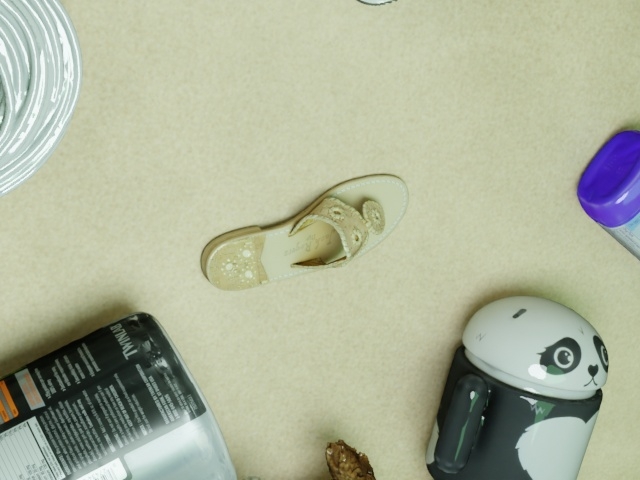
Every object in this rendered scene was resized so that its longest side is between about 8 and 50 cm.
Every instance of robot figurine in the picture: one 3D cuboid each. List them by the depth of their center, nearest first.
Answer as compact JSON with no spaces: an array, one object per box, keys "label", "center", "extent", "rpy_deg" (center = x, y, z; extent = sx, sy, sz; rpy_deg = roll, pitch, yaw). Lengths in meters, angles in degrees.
[{"label":"robot figurine","center":[0.219,0.200,1.503],"extent":[0.174,0.209,0.278],"rpy_deg":[15,105,2]}]

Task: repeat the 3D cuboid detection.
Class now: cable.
[{"label":"cable","center":[-0.341,-0.145,1.168],"extent":[0.257,0.089,0.257],"rpy_deg":[15,102,-29]}]

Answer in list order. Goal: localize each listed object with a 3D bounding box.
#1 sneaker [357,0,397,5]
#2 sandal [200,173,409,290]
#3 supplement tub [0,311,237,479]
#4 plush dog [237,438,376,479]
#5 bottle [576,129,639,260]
[{"label":"sneaker","center":[0.100,-0.293,1.330],"extent":[0.161,0.057,0.075],"rpy_deg":[-25,123,-11]},{"label":"sandal","center":[0.001,0.006,1.386],"extent":[0.240,0.079,0.088],"rpy_deg":[-19,116,-17]},{"label":"supplement tub","center":[-0.267,0.226,1.274],"extent":[0.338,0.207,0.207],"rpy_deg":[-27,118,-12]},{"label":"plush dog","center":[-0.005,0.338,1.432],"extent":[0.225,0.211,0.262],"rpy_deg":[-43,161,-37]},{"label":"bottle","center":[0.419,-0.010,1.564],"extent":[0.283,0.092,0.118],"rpy_deg":[37,90,-31]}]
